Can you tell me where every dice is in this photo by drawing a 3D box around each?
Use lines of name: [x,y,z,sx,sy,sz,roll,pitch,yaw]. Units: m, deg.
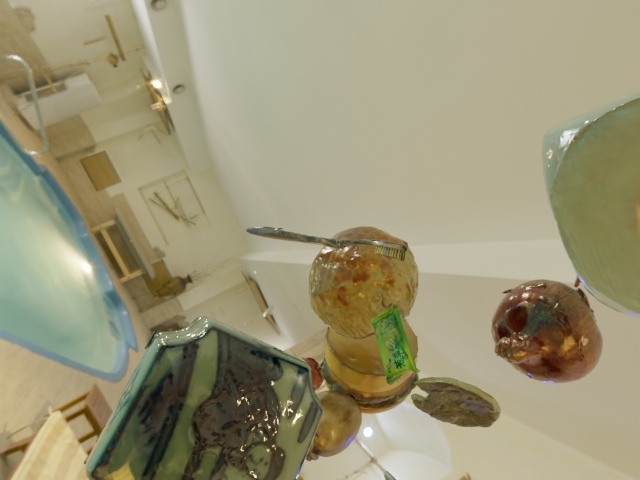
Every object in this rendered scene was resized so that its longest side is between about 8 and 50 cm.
dice: [0.462,-0.070,0.499,0.265,0.263,0.267,-20,-86,45]

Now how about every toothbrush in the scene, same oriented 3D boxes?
toothbrush: [0.000,0.000,0.964,0.414,0.042,0.035,9,-18,22]

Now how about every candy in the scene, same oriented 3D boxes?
candy: [0.182,0.261,1.017,0.102,0.032,0.178,-39,-130,36]

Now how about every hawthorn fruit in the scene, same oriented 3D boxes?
hawthorn fruit: [-0.040,0.324,0.955,0.093,0.093,0.093,53,-20,29]

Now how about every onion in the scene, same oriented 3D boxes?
onion: [0.753,0.299,1.366,0.353,0.354,0.353,53,-20,29]

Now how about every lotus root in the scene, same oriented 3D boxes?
lotus root: [0.039,0.547,1.245,0.310,0.183,0.182,1,52,-59]

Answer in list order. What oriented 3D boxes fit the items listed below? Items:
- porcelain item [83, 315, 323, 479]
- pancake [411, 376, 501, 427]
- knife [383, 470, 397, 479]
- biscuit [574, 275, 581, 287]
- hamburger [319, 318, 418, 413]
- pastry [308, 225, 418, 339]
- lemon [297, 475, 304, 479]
porcelain item: [-0.159,0.274,0.595,0.286,0.281,0.157,31,-17,-17]
pancake: [0.380,0.459,1.139,0.254,0.037,0.253,13,-43,12]
knife: [0.247,0.628,0.793,0.399,0.038,0.132,29,-33,58]
biscuit: [0.696,0.090,1.073,0.015,0.078,0.091,19,-12,30]
hamburger: [0.192,0.479,1.577,0.396,0.396,0.277,44,-37,46]
pastry: [0.132,0.124,1.333,0.312,0.389,0.388,56,-16,-12]
lemon: [-0.104,0.634,0.961,0.142,0.187,0.142,-17,90,-77]
